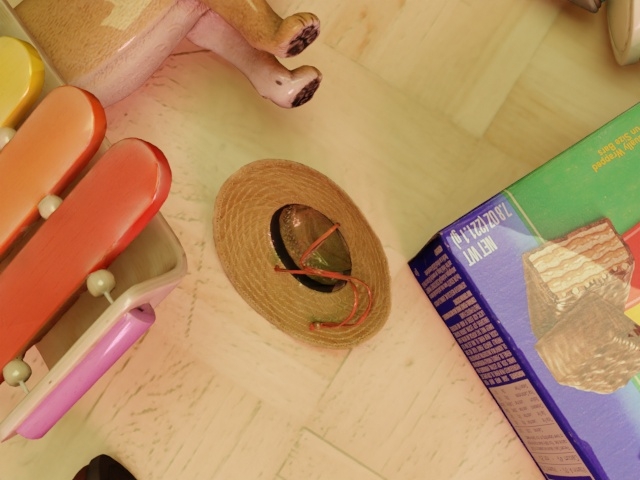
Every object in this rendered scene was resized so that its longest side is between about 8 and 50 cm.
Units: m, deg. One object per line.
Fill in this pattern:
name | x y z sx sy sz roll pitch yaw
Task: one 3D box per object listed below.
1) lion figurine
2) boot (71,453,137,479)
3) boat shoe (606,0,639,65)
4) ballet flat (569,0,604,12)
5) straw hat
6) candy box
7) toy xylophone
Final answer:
lion figurine | -0.152 -0.134 0.638 0.392 0.142 0.240 -42 76 -6
boot | -0.213 0.294 0.577 0.280 0.096 0.264 -24 60 11
boat shoe | 0.268 -0.270 0.699 0.091 0.109 0.305 8 75 4
ballet flat | 0.146 -0.256 0.720 0.068 0.072 0.213 -25 79 20
straw hat | 0.000 0.000 0.652 0.144 0.144 0.061 43 42 6
candy box | 0.258 0.069 0.624 0.268 0.122 0.317 -32 83 -9
toy xylophone | -0.213 -0.021 0.547 0.322 0.081 0.236 43 105 21
